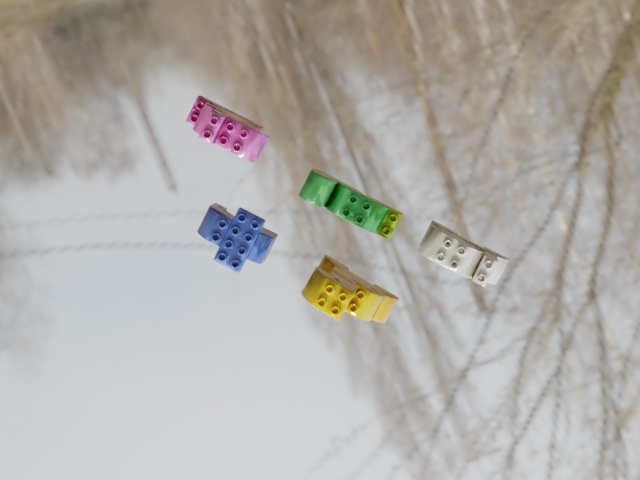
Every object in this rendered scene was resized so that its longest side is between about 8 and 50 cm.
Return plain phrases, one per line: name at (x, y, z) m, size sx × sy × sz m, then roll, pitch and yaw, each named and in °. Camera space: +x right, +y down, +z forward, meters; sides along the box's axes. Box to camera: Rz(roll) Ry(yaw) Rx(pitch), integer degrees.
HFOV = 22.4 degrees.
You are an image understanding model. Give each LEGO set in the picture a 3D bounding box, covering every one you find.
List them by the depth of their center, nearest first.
LEGO set at (0.000, 0.000, 1.008) m, size 0.087 × 0.227 × 0.093 m, roll -63°, pitch 179°, yaw 7°
